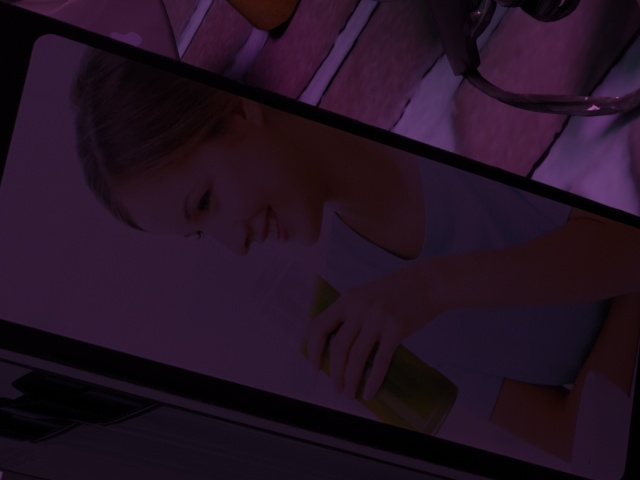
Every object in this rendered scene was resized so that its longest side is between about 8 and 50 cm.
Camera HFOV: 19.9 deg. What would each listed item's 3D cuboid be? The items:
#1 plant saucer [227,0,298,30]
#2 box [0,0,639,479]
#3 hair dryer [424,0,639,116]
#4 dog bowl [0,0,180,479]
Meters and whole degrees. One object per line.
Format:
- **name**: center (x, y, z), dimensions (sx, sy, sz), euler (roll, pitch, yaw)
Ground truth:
- **plant saucer**: center (-0.073, -0.345, 1.083), dimensions (0.333, 0.081, 0.333), euler (45, 118, 39)
- **box**: center (-0.016, 0.029, 0.529), dimensions (0.169, 0.290, 0.087), euler (-25, 50, 61)
- **hair dryer**: center (0.025, -0.193, 0.649), dimensions (0.224, 0.293, 0.080), euler (-63, -17, 16)
- **dog bowl**: center (-0.159, -0.011, 1.067), dimensions (0.349, 0.102, 0.349), euler (180, 90, -70)
